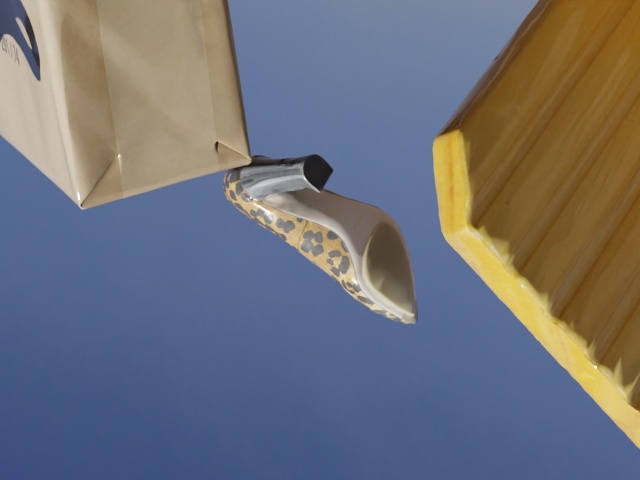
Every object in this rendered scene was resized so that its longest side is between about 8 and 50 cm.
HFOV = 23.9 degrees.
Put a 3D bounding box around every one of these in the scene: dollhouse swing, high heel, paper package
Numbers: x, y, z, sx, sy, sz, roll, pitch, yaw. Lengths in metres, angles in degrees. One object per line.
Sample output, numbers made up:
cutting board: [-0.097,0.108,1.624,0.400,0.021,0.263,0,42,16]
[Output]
dollhouse swing: [0.294,-0.073,0.852,0.347,0.315,0.305,47,-133,-16]
high heel: [0.000,0.000,1.782,0.186,0.261,0.093,-2,-139,52]
paper package: [-0.216,-0.219,1.406,0.168,0.310,0.325,-16,-158,-20]
